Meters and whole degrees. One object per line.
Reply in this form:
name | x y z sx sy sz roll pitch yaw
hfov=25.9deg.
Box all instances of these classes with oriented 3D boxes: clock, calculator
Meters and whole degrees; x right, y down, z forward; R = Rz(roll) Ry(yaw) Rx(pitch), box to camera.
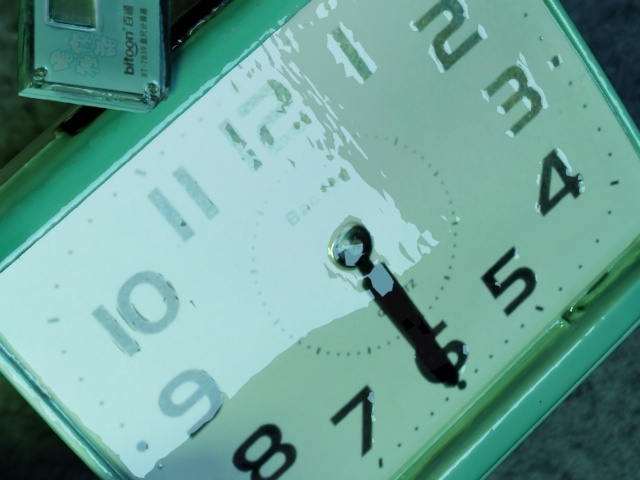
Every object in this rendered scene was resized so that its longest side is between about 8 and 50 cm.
clock | 0.000 0.000 0.582 0.262 0.116 0.231 -43 115 -11
calculator | -0.077 -0.130 0.482 0.057 0.018 0.172 5 79 -30
